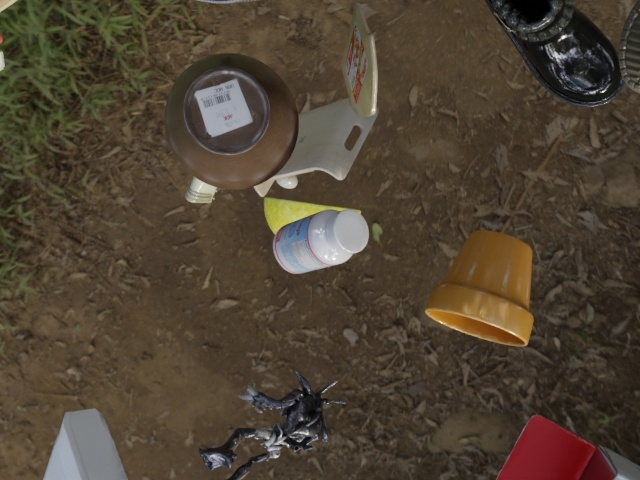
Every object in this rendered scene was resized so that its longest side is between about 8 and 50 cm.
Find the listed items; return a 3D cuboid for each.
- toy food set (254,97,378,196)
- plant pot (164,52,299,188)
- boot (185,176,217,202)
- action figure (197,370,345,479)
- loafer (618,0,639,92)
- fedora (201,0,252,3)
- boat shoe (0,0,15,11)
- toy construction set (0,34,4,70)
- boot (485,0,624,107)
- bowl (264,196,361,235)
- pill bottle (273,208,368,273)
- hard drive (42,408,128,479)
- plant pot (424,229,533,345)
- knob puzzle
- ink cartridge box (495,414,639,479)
[{"bbox_3d":[-0.014,-0.211,1.344,0.306,0.220,0.092,-4,141,49],"label":"toy food set"},{"bbox_3d":[-0.130,-0.175,0.805,0.215,0.230,0.215,-1,98,-6],"label":"plant pot"},{"bbox_3d":[-0.289,-0.192,1.564,0.077,0.213,0.165,30,113,11],"label":"boot"},{"bbox_3d":[-0.091,0.339,1.031,0.141,0.275,0.164,9,121,52],"label":"action figure"},{"bbox_3d":[0.473,-0.319,0.721,0.092,0.102,0.268,-15,130,-23],"label":"loafer"},{"bbox_3d":[-0.073,-0.346,0.510,0.275,0.124,0.244,32,82,28],"label":"fedora"},{"bbox_3d":[-0.312,-0.141,0.301,0.341,0.110,0.122,-20,121,-5],"label":"boat shoe"},{"bbox_3d":[-0.599,-0.279,0.832,0.151,0.328,0.215,2,130,21],"label":"toy construction set"},{"bbox_3d":[0.394,-0.362,0.952,0.348,0.260,0.131,45,109,1],"label":"boot"},{"bbox_3d":[-0.034,-0.034,1.662,0.289,0.289,0.156,9,94,10],"label":"bowl"},{"bbox_3d":[0.000,0.000,0.888,0.160,0.087,0.087,-18,111,52],"label":"pill bottle"},{"bbox_3d":[-0.226,0.338,0.509,0.203,0.040,0.307,46,119,40],"label":"hard drive"},{"bbox_3d":[0.337,0.089,1.136,0.205,0.205,0.188,20,78,4],"label":"plant pot"},{"bbox_3d":[0.087,-0.327,1.097,0.030,0.213,0.213,-7,114,-12],"label":"knob puzzle"},{"bbox_3d":[0.254,0.367,0.515,0.272,0.130,0.309,27,92,20],"label":"ink cartridge box"}]
